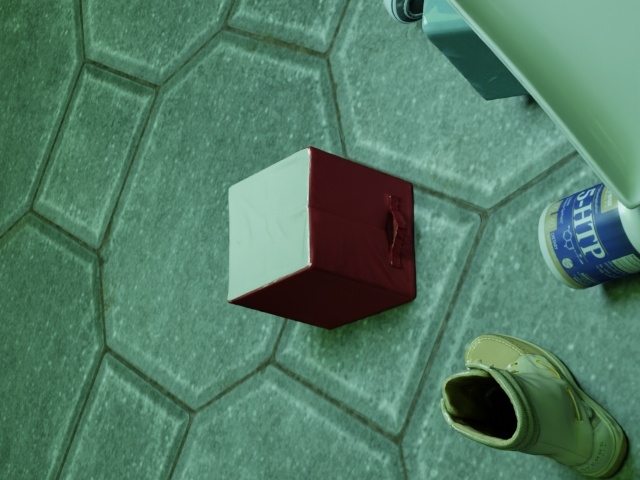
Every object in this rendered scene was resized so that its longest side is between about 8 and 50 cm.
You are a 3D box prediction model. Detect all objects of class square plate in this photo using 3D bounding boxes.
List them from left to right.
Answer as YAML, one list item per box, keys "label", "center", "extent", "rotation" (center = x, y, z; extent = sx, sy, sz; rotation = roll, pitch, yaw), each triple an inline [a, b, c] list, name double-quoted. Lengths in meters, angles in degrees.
- label: "square plate"
  center: [0.358, -0.272, 1.522]
  extent: [0.347, 0.049, 0.344]
  rotation: [-41, 88, 7]

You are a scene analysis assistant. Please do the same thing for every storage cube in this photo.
- label: "storage cube"
  center: [0.000, 0.000, 1.969]
  extent: [0.215, 0.193, 0.184]
  rotation: [-24, 58, 45]

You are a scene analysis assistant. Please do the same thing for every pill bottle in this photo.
- label: "pill bottle"
  center: [0.354, -0.019, 1.606]
  extent: [0.186, 0.112, 0.112]
  rotation: [-24, 58, 44]

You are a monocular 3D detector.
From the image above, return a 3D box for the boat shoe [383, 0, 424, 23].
- label: "boat shoe"
  center: [0.209, -0.400, 1.949]
  extent: [0.301, 0.108, 0.102]
  rotation: [-42, 45, 23]

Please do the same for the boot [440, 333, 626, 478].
- label: "boot"
  center: [0.209, 0.174, 1.630]
  extent: [0.095, 0.203, 0.262]
  rotation: [-60, 41, 14]

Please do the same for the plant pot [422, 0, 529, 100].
- label: "plant pot"
  center: [0.293, -0.328, 1.700]
  extent: [0.252, 0.247, 0.248]
  rotation: [0, 75, 27]
